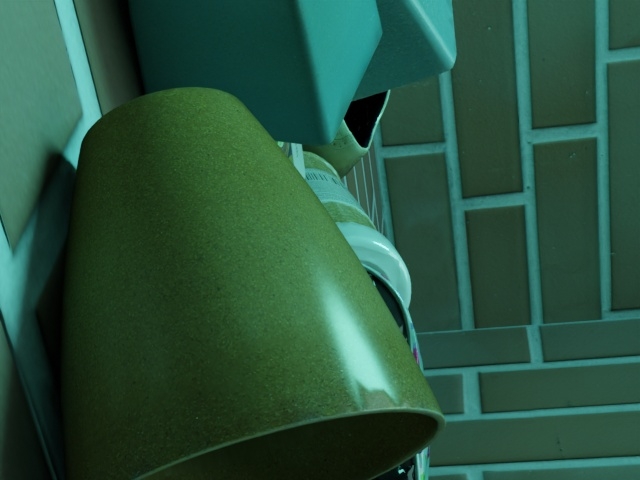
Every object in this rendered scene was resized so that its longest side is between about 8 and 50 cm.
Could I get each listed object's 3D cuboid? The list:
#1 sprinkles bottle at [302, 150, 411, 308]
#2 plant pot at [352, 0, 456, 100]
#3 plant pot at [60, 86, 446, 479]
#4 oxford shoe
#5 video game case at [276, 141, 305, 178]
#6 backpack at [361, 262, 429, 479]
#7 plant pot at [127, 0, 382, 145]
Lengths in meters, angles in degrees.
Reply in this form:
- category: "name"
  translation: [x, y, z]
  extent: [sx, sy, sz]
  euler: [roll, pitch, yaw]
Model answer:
- category: "sprinkles bottle"
  translation: [0.000, 0.000, 1.343]
  extent: [0.355, 0.121, 0.121]
  euler: [-119, -159, -69]
- category: "plant pot"
  translation: [-0.028, -0.304, 1.250]
  extent: [0.252, 0.247, 0.248]
  euler: [52, 30, -45]
- category: "plant pot"
  translation: [-0.073, 0.039, 0.805]
  extent: [0.237, 0.237, 0.254]
  euler: [68, 3, -68]
- category: "oxford shoe"
  translation: [0.042, -0.231, 1.634]
  extent: [0.140, 0.146, 0.397]
  euler: [37, 48, -35]
- category: "video game case"
  translation: [-0.074, -0.058, 1.169]
  extent: [0.210, 0.041, 0.232]
  euler: [83, 23, -47]
- category: "backpack"
  translation: [-0.020, 0.139, 1.007]
  extent: [0.191, 0.225, 0.254]
  euler: [49, 39, -80]
- category: "plant pot"
  translation: [-0.060, -0.226, 1.008]
  extent: [0.234, 0.165, 0.166]
  euler: [80, 25, -43]
